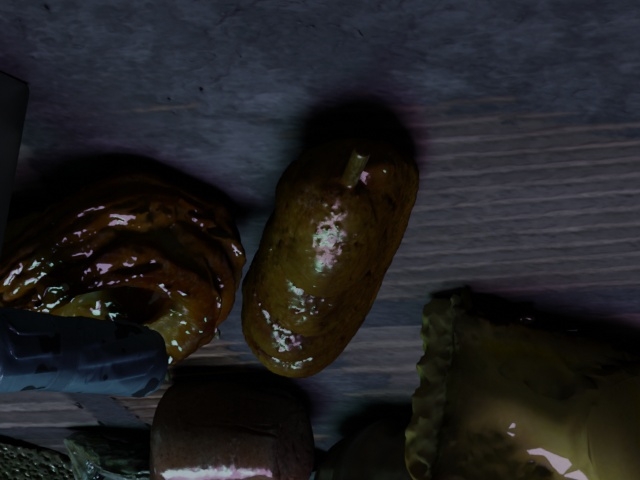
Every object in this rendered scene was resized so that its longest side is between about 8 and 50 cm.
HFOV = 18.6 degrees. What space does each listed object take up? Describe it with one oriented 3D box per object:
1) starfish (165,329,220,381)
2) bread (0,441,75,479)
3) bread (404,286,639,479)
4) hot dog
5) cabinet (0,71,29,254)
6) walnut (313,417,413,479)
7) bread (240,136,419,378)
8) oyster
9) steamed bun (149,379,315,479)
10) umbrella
[{"bbox_3d":[-0.188,0.084,1.660,0.223,0.050,0.217,-5,162,34],"label":"starfish"},{"bbox_3d":[-0.366,0.270,2.038,0.337,0.102,0.183,24,150,-34],"label":"bread"},{"bbox_3d":[0.173,0.170,1.572,0.262,0.204,0.162,19,150,-20],"label":"bread"},{"bbox_3d":[-0.180,0.037,1.451,0.175,0.114,0.259,24,150,-37],"label":"hot dog"},{"bbox_3d":[-0.318,-0.033,1.278,0.145,0.150,0.206,24,151,-37],"label":"cabinet"},{"bbox_3d":[0.099,0.284,1.819,0.248,0.248,0.248,5,156,2],"label":"walnut"},{"bbox_3d":[0.002,0.001,1.352,0.084,0.124,0.344,36,158,8],"label":"bread"},{"bbox_3d":[-0.108,0.253,1.960,0.252,0.087,0.199,-10,143,16],"label":"oyster"},{"bbox_3d":[-0.078,0.183,1.784,0.145,0.106,0.175,-3,169,5],"label":"steamed bun"},{"bbox_3d":[-0.197,0.072,1.304,0.250,0.053,0.052,12,-156,-49],"label":"umbrella"}]
